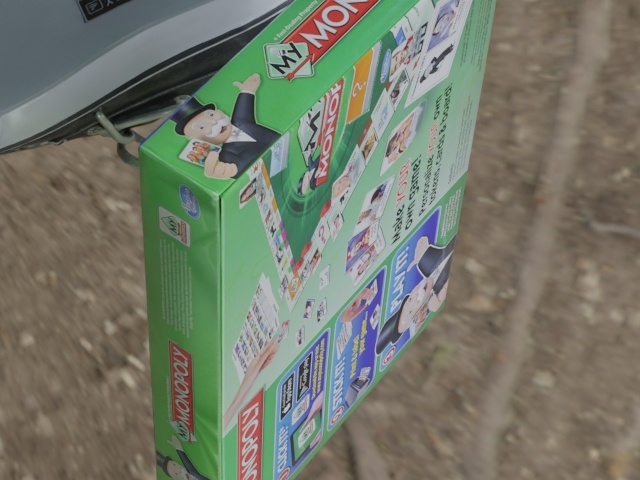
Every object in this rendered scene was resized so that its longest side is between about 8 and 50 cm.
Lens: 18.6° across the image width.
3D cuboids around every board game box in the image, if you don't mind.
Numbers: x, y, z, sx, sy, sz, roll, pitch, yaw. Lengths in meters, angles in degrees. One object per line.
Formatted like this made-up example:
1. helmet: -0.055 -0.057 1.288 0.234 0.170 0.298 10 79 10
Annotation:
1. board game box: 0.000 0.000 0.952 0.046 0.317 0.213 33 58 19

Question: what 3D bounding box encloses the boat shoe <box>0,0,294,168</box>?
1. boat shoe: -0.123 -0.101 1.120 0.306 0.113 0.105 -28 139 -1
